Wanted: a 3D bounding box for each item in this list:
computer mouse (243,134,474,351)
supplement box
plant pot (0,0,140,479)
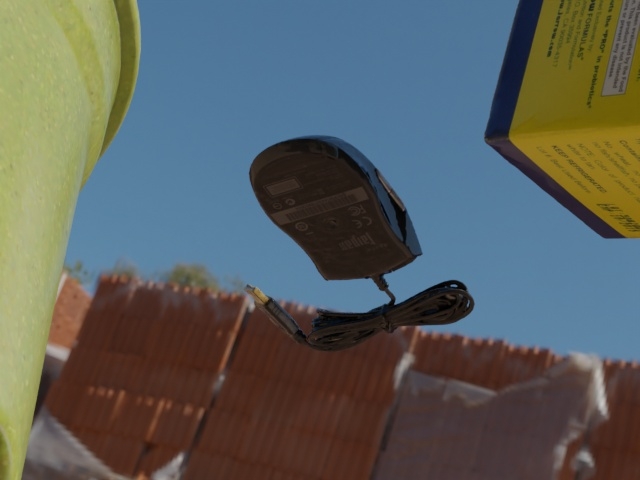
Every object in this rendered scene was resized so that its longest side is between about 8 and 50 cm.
[{"bbox_3d":[0.000,0.000,1.028,0.184,0.060,0.262,-20,-46,28],"label":"computer mouse"},{"bbox_3d":[0.332,-0.124,0.857,0.357,0.195,0.194,0,-23,44],"label":"supplement box"},{"bbox_3d":[-0.205,-0.005,0.459,0.276,0.254,0.276,-5,-44,-5],"label":"plant pot"}]
